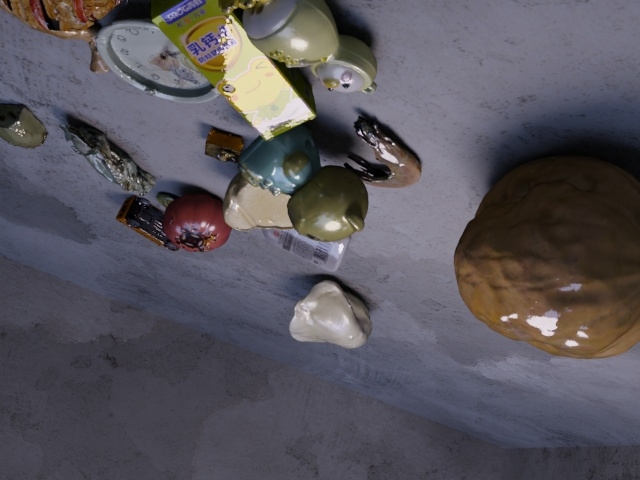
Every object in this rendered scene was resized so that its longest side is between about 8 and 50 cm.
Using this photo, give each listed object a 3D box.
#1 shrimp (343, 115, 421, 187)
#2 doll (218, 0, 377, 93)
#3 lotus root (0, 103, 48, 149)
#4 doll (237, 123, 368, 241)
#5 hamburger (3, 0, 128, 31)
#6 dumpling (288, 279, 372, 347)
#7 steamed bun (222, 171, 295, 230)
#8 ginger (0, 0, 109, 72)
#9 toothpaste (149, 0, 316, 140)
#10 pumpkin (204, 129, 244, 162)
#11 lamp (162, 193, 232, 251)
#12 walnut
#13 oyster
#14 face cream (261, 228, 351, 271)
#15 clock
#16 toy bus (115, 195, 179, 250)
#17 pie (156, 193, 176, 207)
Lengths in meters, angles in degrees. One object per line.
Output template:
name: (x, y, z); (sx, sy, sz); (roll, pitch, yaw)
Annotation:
shrimp: (0.101, -0.166, 1.390); (0.152, 0.046, 0.219); (-5, 149, 36)
doll: (-0.014, -0.297, 1.075); (0.141, 0.117, 0.296); (-4, 149, 47)
lotus root: (-0.739, -0.267, 1.733); (0.143, 0.070, 0.144); (4, 154, 30)
doll: (-0.022, -0.107, 1.384); (0.261, 0.161, 0.177); (45, 172, -3)
hamburger: (-0.406, -0.421, 1.102); (0.231, 0.107, 0.231); (16, 150, 10)
dumpling: (0.032, 0.262, 2.184); (0.243, 0.187, 0.318); (-28, 140, -1)
steamed bun: (-0.130, -0.106, 1.610); (0.212, 0.110, 0.231); (-16, 141, 25)
ginger: (-0.494, -0.398, 1.263); (0.288, 0.075, 0.089); (31, -174, -31)
toothpaste: (-0.131, -0.298, 1.166); (0.110, 0.077, 0.327); (-21, 142, 21)
pumpkin: (-0.207, -0.196, 1.533); (0.083, 0.054, 0.074); (14, 162, -4)
lamp: (-0.318, -0.051, 1.853); (0.182, 0.140, 0.182); (2, 144, 1)
walnut: (0.421, 0.036, 1.252); (0.384, 0.383, 0.383); (15, 157, 6)
oyster: (-0.515, -0.193, 1.718); (0.252, 0.087, 0.199); (31, 165, -12)
face cream: (-0.072, -0.026, 1.764); (0.291, 0.071, 0.144); (23, 134, 6)
clock: (-0.280, -0.329, 1.275); (0.236, 0.053, 0.236); (12, 158, 5)
toy bus: (-0.480, -0.045, 2.041); (0.194, 0.083, 0.088); (36, 155, -33)
pie: (-0.405, -0.103, 1.931); (0.084, 0.021, 0.084); (19, 158, 8)
